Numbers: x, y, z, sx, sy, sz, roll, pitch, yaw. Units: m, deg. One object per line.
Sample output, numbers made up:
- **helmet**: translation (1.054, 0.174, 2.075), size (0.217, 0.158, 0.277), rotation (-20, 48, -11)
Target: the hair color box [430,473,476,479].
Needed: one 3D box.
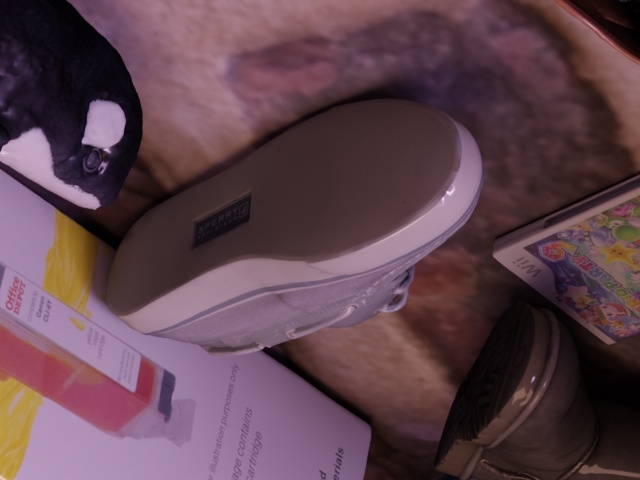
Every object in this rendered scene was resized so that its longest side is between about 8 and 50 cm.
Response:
- **hair color box**: translation (0.158, 0.282, 1.003), size (0.347, 0.105, 0.173), rotation (39, 138, 35)

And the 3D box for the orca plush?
- **orca plush**: translation (-0.168, -0.128, 0.789), size (0.287, 0.102, 0.151), rotation (38, -178, -16)

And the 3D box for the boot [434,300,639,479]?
- **boot**: translation (0.172, 0.104, 0.972), size (0.209, 0.076, 0.189), rotation (20, 164, 0)

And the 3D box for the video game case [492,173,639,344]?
- **video game case**: translation (0.152, 0.005, 0.908), size (0.087, 0.011, 0.122), rotation (35, 138, -29)

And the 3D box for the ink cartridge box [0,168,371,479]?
- **ink cartridge box**: translation (-0.209, 0.105, 1.019), size (0.279, 0.160, 0.385), rotation (-25, 130, 39)

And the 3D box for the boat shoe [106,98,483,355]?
- **boat shoe**: translation (0.000, 0.001, 0.901), size (0.081, 0.079, 0.227), rotation (28, 147, -35)

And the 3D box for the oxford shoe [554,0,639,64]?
- **oxford shoe**: translation (0.077, -0.137, 0.686), size (0.076, 0.076, 0.212), rotation (-23, 130, 40)
